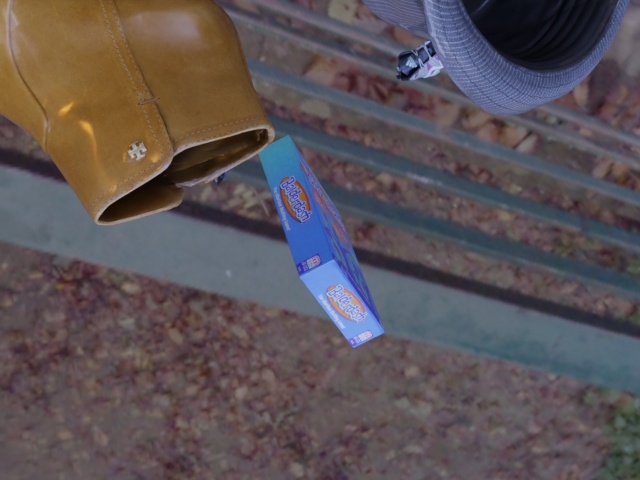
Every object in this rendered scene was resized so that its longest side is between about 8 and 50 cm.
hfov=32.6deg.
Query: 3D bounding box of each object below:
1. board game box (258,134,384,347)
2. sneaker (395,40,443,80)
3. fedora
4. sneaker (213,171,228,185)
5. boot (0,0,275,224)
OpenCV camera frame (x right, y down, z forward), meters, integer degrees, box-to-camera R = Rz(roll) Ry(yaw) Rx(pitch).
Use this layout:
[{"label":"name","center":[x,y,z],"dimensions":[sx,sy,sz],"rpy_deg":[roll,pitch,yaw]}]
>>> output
[{"label":"board game box","center":[0.000,0.000,1.289],"dimensions":[0.047,0.210,0.160],"rpy_deg":[-27,139,7]},{"label":"sneaker","center":[0.113,-0.203,1.209],"dimensions":[0.069,0.038,0.098],"rpy_deg":[-22,165,-26]},{"label":"fedora","center":[0.088,-0.202,0.660],"dimensions":[0.275,0.124,0.244],"rpy_deg":[1,99,-52]},{"label":"sneaker","center":[-0.215,-0.117,1.385],"dimensions":[0.232,0.090,0.081],"rpy_deg":[2,147,21]},{"label":"boot","center":[-0.196,-0.099,0.776],"dimensions":[0.295,0.211,0.104],"rpy_deg":[-21,156,-5]}]
